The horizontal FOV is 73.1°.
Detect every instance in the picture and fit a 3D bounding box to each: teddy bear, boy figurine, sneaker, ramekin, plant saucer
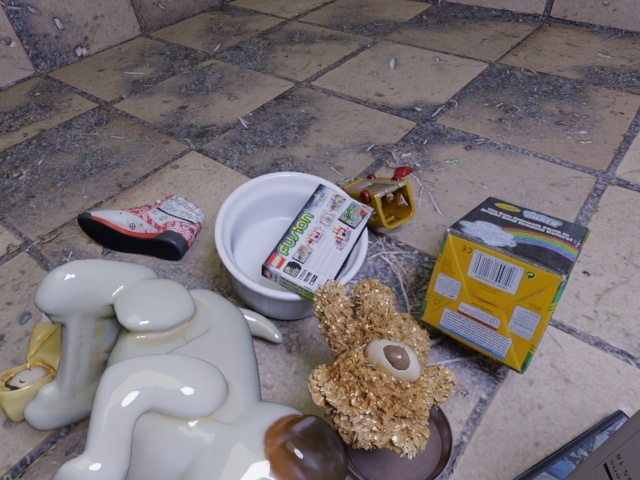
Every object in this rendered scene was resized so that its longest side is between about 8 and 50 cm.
[{"bbox_3d":[0.099,0.150,0.626,0.113,0.338,0.245,-39,73,20],"label":"teddy bear"},{"bbox_3d":[-0.450,0.177,0.772,0.177,0.092,0.285,18,46,18],"label":"boy figurine"},{"bbox_3d":[-0.403,-0.046,0.996,0.269,0.090,0.145,12,46,12],"label":"sneaker"},{"bbox_3d":[-0.058,0.015,0.827,0.276,0.135,0.278,4,55,-6],"label":"ramekin"},{"bbox_3d":[0.106,0.285,0.630,0.168,0.029,0.169,-4,35,3],"label":"plant saucer"}]

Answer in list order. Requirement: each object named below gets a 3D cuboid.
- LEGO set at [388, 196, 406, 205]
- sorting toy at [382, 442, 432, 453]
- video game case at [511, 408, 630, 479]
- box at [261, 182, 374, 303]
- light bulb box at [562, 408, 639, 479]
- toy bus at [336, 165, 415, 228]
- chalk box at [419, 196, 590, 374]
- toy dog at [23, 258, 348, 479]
[{"bbox_3d":[0.187,-0.080,1.026,0.054,0.024,0.083,3,32,5],"label":"LEGO set"},{"bbox_3d":[0.127,0.301,0.645,0.083,0.012,0.062,-2,44,3],"label":"sorting toy"},{"bbox_3d":[0.394,0.383,0.521,0.248,0.035,0.275,-22,47,-16],"label":"video game case"},{"bbox_3d":[0.000,0.000,0.741,0.114,0.036,0.207,27,56,10],"label":"box"},{"bbox_3d":[0.367,0.327,0.297,0.225,0.361,0.358,-2,45,1],"label":"light bulb box"},{"bbox_3d":[0.117,-0.084,0.971,0.190,0.105,0.202,-11,20,23],"label":"toy bus"},{"bbox_3d":[0.325,0.048,0.742,0.180,0.179,0.288,26,32,29],"label":"chalk box"},{"bbox_3d":[-0.156,0.254,0.574,0.407,0.285,0.395,37,18,36],"label":"toy dog"}]
